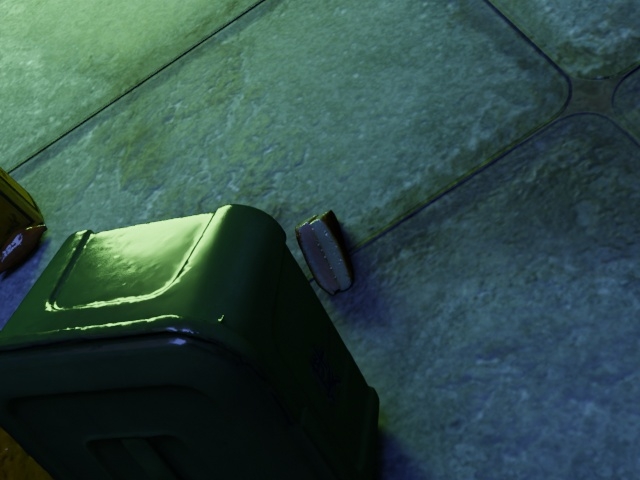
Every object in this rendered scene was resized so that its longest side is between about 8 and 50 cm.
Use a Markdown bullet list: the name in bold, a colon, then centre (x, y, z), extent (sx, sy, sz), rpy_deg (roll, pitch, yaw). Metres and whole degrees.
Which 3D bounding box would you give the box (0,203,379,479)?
- **box**: centre (-0.096, 0.133, 0.770), extent (0.252, 0.329, 0.178), rpy_deg (-9, 40, 22)

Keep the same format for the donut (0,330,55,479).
- **donut**: centre (-0.309, 0.231, 0.874), extent (0.303, 0.110, 0.303), rpy_deg (-48, 33, 45)

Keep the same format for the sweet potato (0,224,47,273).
- **sweet potato**: centre (-0.397, 0.011, 1.220), extent (0.034, 0.034, 0.095), rpy_deg (29, 71, 41)

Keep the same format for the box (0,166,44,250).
- **box**: centre (-0.540, -0.003, 1.204), extent (0.301, 0.193, 0.084), rpy_deg (-41, 48, -3)

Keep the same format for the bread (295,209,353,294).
- **bread**: centre (0.000, 0.000, 0.983), extent (0.043, 0.062, 0.109), rpy_deg (-25, 51, 10)
